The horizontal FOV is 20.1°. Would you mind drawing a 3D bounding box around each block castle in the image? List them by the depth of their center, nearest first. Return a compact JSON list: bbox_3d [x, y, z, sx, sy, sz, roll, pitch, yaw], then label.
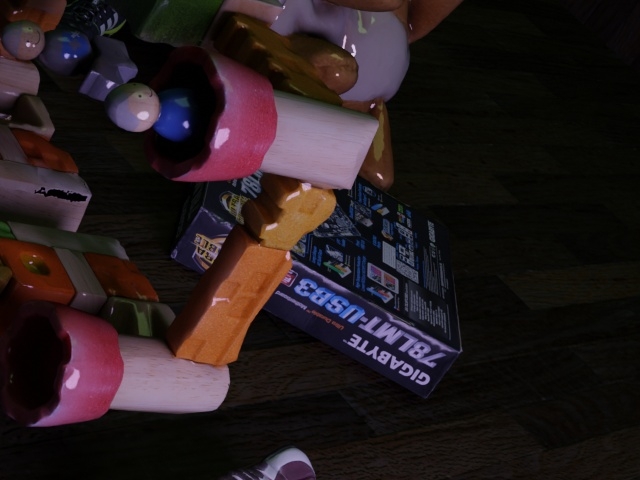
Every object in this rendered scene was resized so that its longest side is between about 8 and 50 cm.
[{"bbox_3d":[-0.193,-0.106,1.301,0.213,0.303,0.453,10,33,-42],"label":"block castle"}]

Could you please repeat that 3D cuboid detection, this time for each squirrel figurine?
[{"bbox_3d":[-0.091,-0.276,2.002,0.370,0.281,0.397,21,9,-48],"label":"squirrel figurine"}]

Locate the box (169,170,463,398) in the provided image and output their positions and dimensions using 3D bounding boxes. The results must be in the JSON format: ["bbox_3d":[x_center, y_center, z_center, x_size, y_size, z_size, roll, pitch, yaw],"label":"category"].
[{"bbox_3d":[0.000,0.000,1.842,0.293,0.073,0.295,29,22,-12],"label":"box"}]

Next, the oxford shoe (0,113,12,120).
[{"bbox_3d":[-0.381,-0.275,1.635,0.397,0.146,0.140,53,17,-19],"label":"oxford shoe"}]

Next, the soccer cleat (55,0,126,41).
[{"bbox_3d":[-0.251,-0.249,1.969,0.060,0.072,0.179,37,23,2],"label":"soccer cleat"}]

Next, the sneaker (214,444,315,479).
[{"bbox_3d":[-0.027,0.246,1.291,0.162,0.106,0.281,44,23,10],"label":"sneaker"}]
